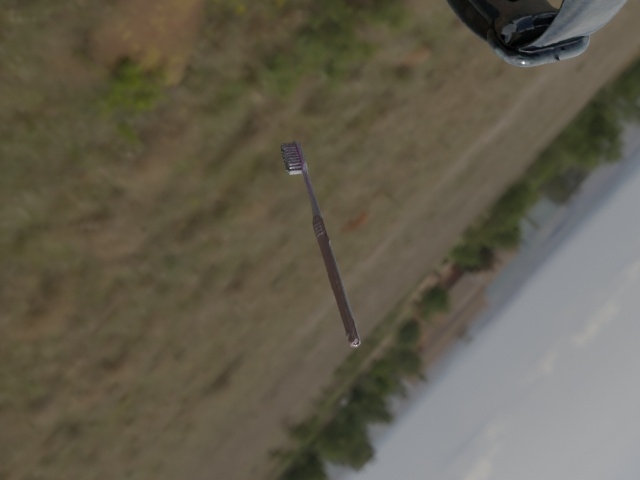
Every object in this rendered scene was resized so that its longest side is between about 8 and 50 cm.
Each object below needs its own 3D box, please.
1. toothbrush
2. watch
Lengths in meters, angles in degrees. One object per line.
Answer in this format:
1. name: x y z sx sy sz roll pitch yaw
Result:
1. toothbrush: 0.000 0.000 0.655 0.008 0.097 0.006 -9 150 -16
2. watch: 0.116 -0.205 0.956 0.068 0.206 0.193 -15 179 -26
